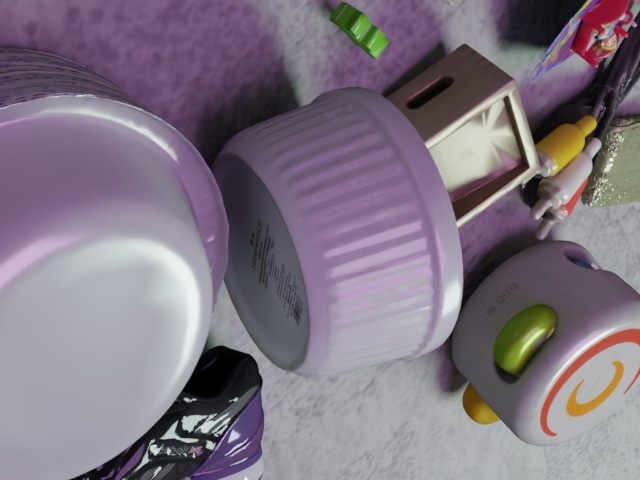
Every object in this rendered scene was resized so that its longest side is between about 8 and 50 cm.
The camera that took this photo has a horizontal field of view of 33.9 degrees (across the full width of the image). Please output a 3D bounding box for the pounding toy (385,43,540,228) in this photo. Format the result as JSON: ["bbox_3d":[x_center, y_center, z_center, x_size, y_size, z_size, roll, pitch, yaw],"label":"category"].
[{"bbox_3d":[0.121,-0.093,0.905,0.141,0.100,0.130,-36,136,-6],"label":"pounding toy"}]

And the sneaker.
[{"bbox_3d":[-0.160,0.154,0.794,0.283,0.107,0.124,-18,121,-46],"label":"sneaker"}]

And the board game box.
[{"bbox_3d":[0.259,-0.194,0.941,0.169,0.033,0.133,-34,164,-47],"label":"board game box"}]

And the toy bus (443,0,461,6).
[{"bbox_3d":[0.219,-0.272,0.858,0.191,0.104,0.202,-5,119,-42],"label":"toy bus"}]

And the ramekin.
[{"bbox_3d":[0.000,0.000,0.760,0.109,0.207,0.207,-18,128,-24],"label":"ramekin"}]

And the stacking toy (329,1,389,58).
[{"bbox_3d":[0.028,-0.252,0.734,0.167,0.052,0.221,-54,141,1],"label":"stacking toy"}]

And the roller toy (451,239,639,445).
[{"bbox_3d":[0.241,0.105,1.100,0.191,0.146,0.209,-25,137,-19],"label":"roller toy"}]

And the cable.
[{"bbox_3d":[0.289,-0.121,1.052,0.287,0.072,0.139,-45,144,-12],"label":"cable"}]

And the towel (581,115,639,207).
[{"bbox_3d":[0.347,-0.090,1.163,0.148,0.027,0.110,-11,124,-41],"label":"towel"}]

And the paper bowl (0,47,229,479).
[{"bbox_3d":[-0.182,0.037,0.647,0.284,0.148,0.284,-25,132,-32],"label":"paper bowl"}]
